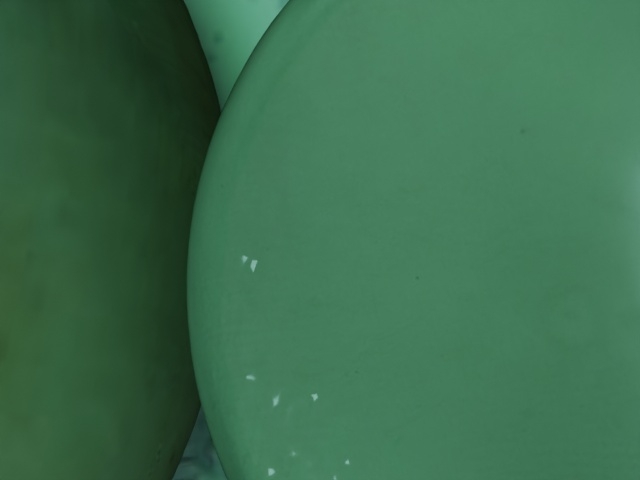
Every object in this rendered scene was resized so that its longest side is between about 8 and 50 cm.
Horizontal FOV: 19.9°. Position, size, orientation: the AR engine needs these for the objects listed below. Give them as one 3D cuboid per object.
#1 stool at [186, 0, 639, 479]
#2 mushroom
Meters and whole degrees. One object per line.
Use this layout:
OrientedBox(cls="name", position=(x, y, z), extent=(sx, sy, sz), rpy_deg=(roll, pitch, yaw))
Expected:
OrientedBox(cls="stool", position=(0.092, 0.008, 0.464), extent=(0.195, 0.199, 0.195), rpy_deg=(-22, 86, 25))
OrientedBox(cls="mushroom", position=(-0.208, 0.007, 0.575), extent=(0.362, 0.362, 0.294), rpy_deg=(43, 154, 17))
